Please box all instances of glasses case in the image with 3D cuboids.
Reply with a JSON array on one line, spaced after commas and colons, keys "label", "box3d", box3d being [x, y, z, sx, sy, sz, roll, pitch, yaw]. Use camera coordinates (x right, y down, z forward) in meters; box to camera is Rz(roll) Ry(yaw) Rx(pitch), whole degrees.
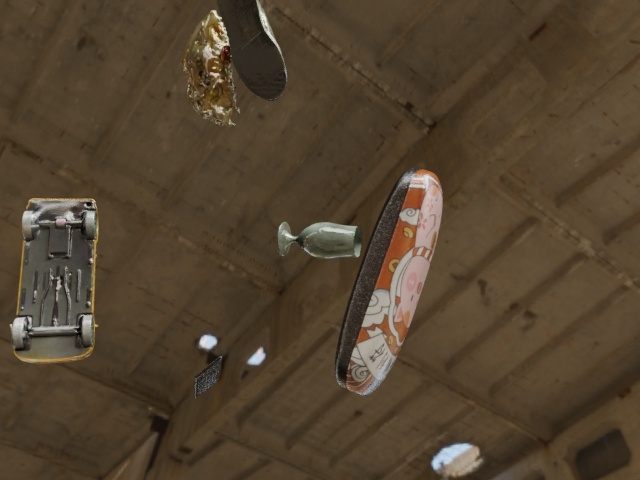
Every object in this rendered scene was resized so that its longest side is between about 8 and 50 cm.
[{"label": "glasses case", "box3d": [0.081, 0.046, 0.685, 0.067, 0.266, 0.103, 15, -8, 25]}]

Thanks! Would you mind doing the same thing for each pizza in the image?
[{"label": "pizza", "box3d": [-0.251, -0.362, 1.349, 0.071, 0.297, 0.189, 3, -27, -42]}]

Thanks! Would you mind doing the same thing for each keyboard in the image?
[{"label": "keyboard", "box3d": [-0.337, 0.412, 1.745, 0.041, 0.103, 0.381, 50, -25, 6]}]

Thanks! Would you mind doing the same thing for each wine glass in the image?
[{"label": "wine glass", "box3d": [0.000, 0.000, 1.482, 0.202, 0.093, 0.093, 1, -50, 20]}]

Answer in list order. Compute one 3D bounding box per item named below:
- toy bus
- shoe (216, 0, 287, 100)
[{"label": "toy bus", "box3d": [-0.256, 0.042, 0.589, 0.070, 0.162, 0.074, 0, -21, -14]}, {"label": "shoe", "box3d": [-0.143, -0.430, 1.288, 0.103, 0.098, 0.275, -17, -92, 5]}]
